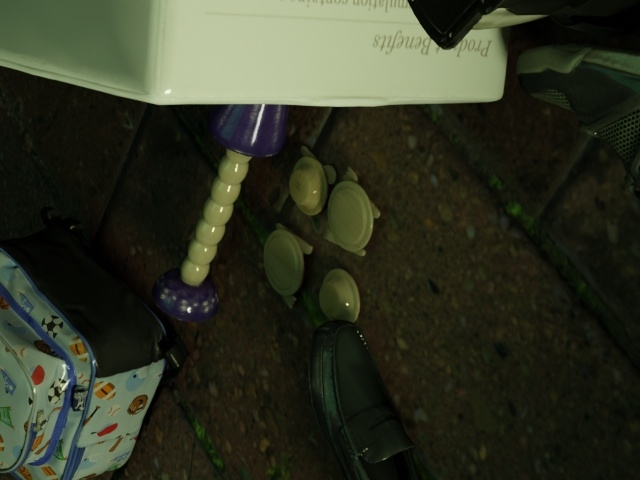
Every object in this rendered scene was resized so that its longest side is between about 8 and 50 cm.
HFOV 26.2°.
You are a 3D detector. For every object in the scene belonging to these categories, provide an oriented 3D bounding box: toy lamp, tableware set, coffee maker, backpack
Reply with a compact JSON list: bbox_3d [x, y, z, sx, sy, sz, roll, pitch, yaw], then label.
[{"bbox_3d":[-0.094,-0.043,1.325,0.080,0.080,0.275,48,130,36],"label":"toy lamp"},{"bbox_3d":[0.000,0.000,1.259,0.141,0.020,0.169,41,127,43],"label":"tableware set"},{"bbox_3d":[0.167,-0.195,0.892,0.171,0.178,0.120,-8,90,54],"label":"coffee maker"},{"bbox_3d":[-0.302,0.150,1.525,0.276,0.213,0.263,45,138,35],"label":"backpack"}]

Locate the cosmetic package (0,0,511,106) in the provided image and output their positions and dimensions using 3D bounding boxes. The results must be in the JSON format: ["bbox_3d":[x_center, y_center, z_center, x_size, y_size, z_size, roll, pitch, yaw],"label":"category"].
[{"bbox_3d":[-0.066,-0.312,0.995,0.327,0.329,0.394,18,106,45],"label":"cosmetic package"}]

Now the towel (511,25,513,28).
[{"bbox_3d":[0.081,-0.318,1.107,0.336,0.040,0.243,49,128,34],"label":"towel"}]

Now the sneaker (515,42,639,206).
[{"bbox_3d":[0.216,-0.065,0.924,0.227,0.087,0.130,20,104,43],"label":"sneaker"}]

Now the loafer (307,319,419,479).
[{"bbox_3d":[0.048,0.175,1.185,0.078,0.076,0.223,-17,87,46],"label":"loafer"}]
